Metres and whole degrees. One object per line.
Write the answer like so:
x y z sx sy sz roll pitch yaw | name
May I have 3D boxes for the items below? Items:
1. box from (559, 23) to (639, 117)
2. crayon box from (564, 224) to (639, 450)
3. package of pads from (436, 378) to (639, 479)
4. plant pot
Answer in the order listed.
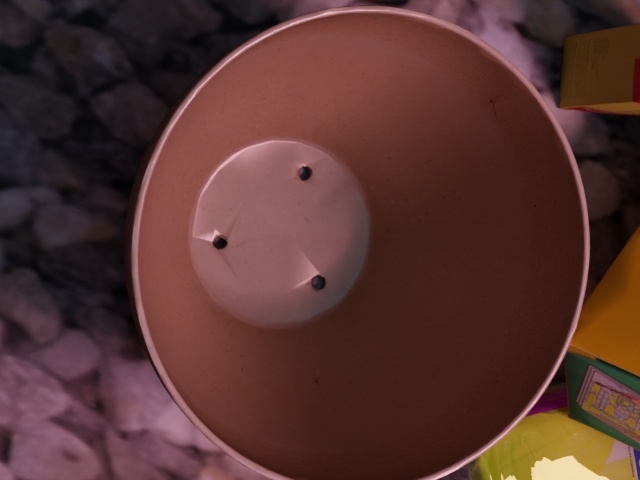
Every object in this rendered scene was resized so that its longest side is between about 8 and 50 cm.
0.253 -0.116 0.966 0.087 0.232 0.058 5 92 -20 | box
0.392 0.052 0.932 0.313 0.363 0.106 -50 148 -29 | crayon box
0.203 0.248 1.045 0.229 0.101 0.297 -11 97 -18 | package of pads
0.000 0.000 0.912 0.284 0.191 0.284 -2 95 -19 | plant pot
